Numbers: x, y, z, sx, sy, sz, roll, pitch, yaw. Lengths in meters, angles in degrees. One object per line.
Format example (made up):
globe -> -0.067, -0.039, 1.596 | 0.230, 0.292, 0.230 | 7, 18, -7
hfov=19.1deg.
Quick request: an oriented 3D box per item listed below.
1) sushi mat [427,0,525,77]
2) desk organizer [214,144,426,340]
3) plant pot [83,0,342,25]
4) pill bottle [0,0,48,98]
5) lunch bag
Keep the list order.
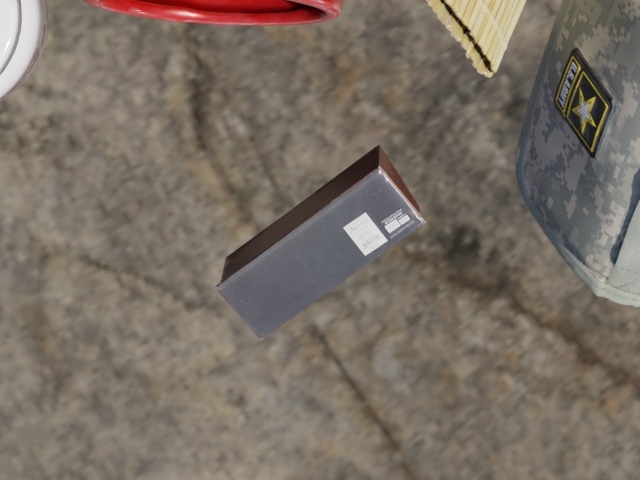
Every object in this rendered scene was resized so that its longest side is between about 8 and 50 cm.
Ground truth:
sushi mat -> 0.131, -0.275, 1.326 | 0.019, 0.316, 0.151 | -8, 135, 41
desk organizer -> 0.000, 0.000, 1.189 | 0.130, 0.050, 0.047 | -36, 106, 15
plant pot -> -0.072, -0.248, 1.359 | 0.191, 0.191, 0.174 | 5, 89, 36
pill bottle -> -0.300, -0.177, 1.512 | 0.160, 0.283, 0.160 | -1, 96, -6
lunch bag -> 0.243, -0.124, 1.350 | 0.169, 0.287, 0.235 | 17, 130, 2
